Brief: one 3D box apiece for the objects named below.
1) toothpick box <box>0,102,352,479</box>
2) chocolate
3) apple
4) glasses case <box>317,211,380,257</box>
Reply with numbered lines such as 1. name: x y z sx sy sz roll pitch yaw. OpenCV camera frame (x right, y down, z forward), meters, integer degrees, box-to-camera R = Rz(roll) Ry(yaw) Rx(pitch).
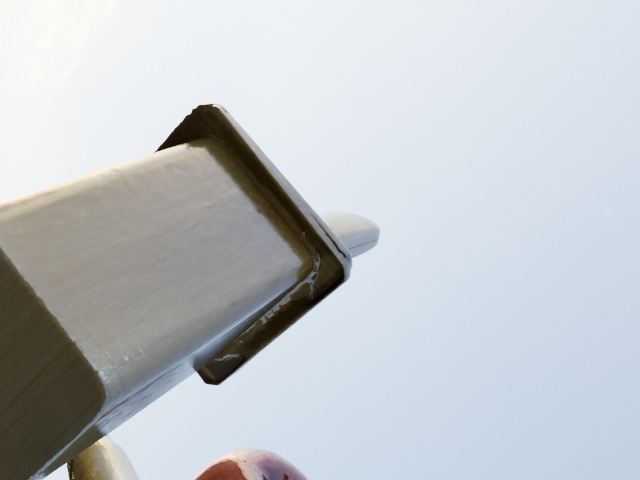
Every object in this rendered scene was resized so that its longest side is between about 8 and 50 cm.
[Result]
1. toothpick box: -0.145 0.042 0.736 0.187 0.308 0.190 -40 -93 28
2. chocolate: -0.241 0.268 1.129 0.086 0.085 0.219 -62 -153 7
3. apple: -0.142 0.630 2.066 0.364 0.363 0.364 -31 -132 41
4. glasses case: 0.000 0.000 1.355 0.081 0.204 0.051 25 -63 34
